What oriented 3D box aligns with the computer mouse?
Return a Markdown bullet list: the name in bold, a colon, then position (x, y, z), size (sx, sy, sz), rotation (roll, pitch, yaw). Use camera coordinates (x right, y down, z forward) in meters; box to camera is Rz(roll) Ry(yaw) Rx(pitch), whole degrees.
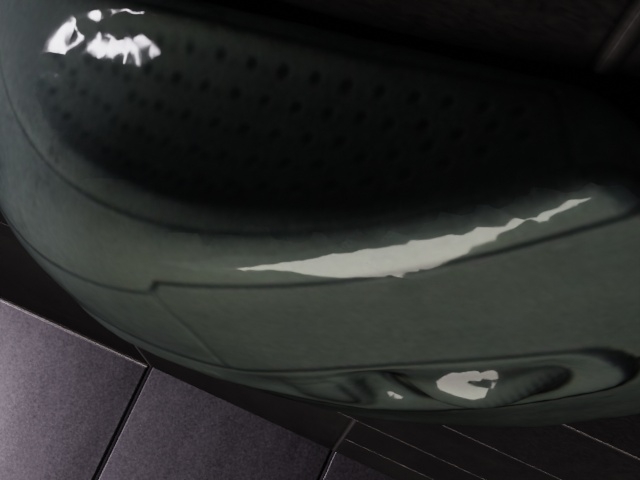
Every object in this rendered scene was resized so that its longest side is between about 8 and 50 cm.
- **computer mouse**: position (0.000, 0.000, 0.542), size (0.371, 0.121, 0.188), rotation (13, 165, 34)
